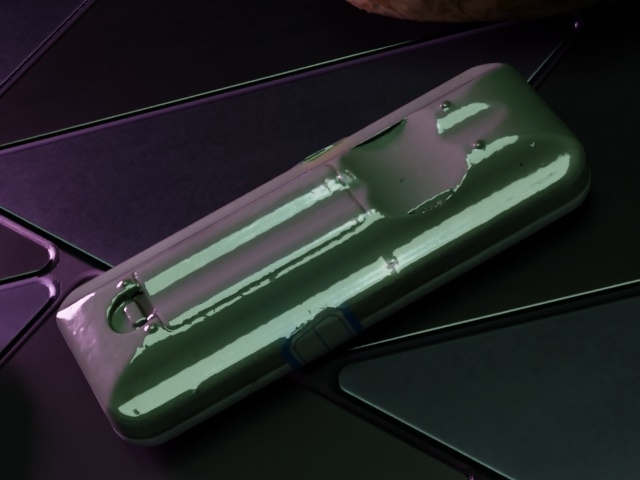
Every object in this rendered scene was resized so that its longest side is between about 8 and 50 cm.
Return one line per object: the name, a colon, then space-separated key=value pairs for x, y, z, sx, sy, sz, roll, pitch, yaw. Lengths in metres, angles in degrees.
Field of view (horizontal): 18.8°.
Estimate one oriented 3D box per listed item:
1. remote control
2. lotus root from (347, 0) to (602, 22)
remote control: x=0.000 y=0.000 z=1.198 sx=0.335 sy=0.065 sz=0.128 roll=-29 pitch=46 yaw=-7
lotus root: x=0.120 y=-0.230 z=1.293 sx=0.309 sy=0.173 sz=0.173 roll=7 pitch=54 yaw=23
